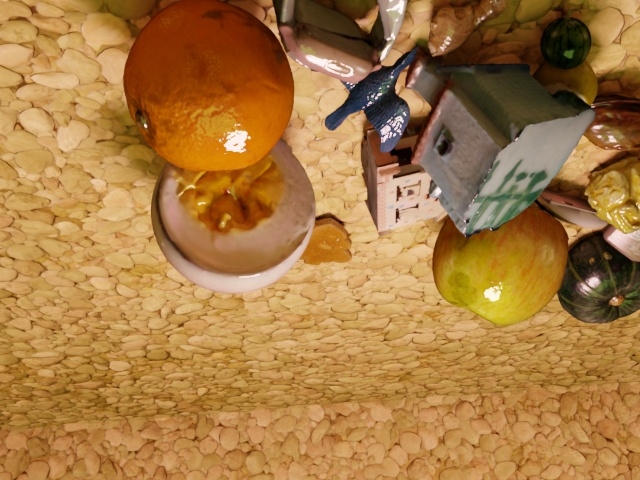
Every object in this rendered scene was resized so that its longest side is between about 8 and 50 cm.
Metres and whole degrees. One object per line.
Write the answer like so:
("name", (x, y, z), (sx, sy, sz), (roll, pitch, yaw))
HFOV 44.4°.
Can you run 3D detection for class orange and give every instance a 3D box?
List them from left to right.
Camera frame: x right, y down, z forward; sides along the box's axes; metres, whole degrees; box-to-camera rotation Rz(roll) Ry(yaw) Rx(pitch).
("orange", (-0.199, -0.272, 1.399), (0.311, 0.312, 0.312), (-4, 150, -2))

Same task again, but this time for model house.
("model house", (0.225, -0.164, 1.810), (0.244, 0.169, 0.326), (-12, 152, -2))
("model house", (0.306, -0.232, 1.582), (0.251, 0.329, 0.295), (-19, 146, -35))

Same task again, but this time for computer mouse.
("computer mouse", (0.642, -0.083, 2.047), (0.245, 0.126, 0.056), (12, 114, -28))

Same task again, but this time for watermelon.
("watermelon", (0.471, -0.385, 1.511), (0.108, 0.109, 0.109), (-4, 150, -2))

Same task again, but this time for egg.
("egg", (-0.201, -0.043, 1.774), (0.354, 0.355, 0.340), (1, 165, -10))

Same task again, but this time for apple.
("apple", (0.460, 0.056, 2.022), (0.339, 0.340, 0.340), (-4, 150, -2))

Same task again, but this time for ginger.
("ginger", (0.263, -0.414, 1.465), (0.165, 0.067, 0.096), (-38, 138, 25))

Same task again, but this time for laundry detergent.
("laundry detergent", (0.896, -0.051, 2.098), (0.171, 0.076, 0.237), (37, 123, -2))

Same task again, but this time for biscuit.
("biscuit", (0.000, 0.000, 2.164), (0.212, 0.041, 0.239), (8, 148, -11))

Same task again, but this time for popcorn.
("popcorn", (0.766, -0.119, 1.958), (0.185, 0.167, 0.187), (-30, -175, -3))

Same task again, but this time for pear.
("pear", (0.498, -0.325, 1.610), (0.141, 0.104, 0.141), (16, 157, 7))

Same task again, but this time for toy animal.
("toy animal", (0.095, -0.301, 1.539), (0.255, 0.239, 0.176), (-40, 177, 18))

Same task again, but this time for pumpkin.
("pumpkin", (0.835, 0.106, 2.307), (0.299, 0.207, 0.300), (-4, 138, -3))

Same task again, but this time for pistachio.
("pistachio", (0.638, -0.260, 1.720), (0.210, 0.131, 0.165), (14, 149, -14))

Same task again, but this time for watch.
("watch", (0.040, -0.426, 1.350), (0.253, 0.162, 0.241), (13, 133, -33))
